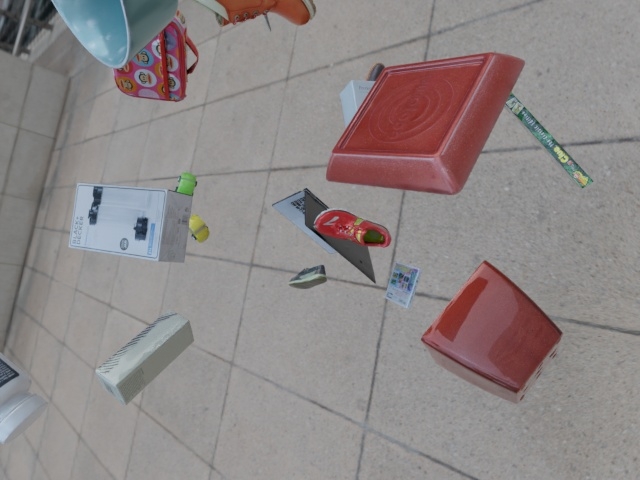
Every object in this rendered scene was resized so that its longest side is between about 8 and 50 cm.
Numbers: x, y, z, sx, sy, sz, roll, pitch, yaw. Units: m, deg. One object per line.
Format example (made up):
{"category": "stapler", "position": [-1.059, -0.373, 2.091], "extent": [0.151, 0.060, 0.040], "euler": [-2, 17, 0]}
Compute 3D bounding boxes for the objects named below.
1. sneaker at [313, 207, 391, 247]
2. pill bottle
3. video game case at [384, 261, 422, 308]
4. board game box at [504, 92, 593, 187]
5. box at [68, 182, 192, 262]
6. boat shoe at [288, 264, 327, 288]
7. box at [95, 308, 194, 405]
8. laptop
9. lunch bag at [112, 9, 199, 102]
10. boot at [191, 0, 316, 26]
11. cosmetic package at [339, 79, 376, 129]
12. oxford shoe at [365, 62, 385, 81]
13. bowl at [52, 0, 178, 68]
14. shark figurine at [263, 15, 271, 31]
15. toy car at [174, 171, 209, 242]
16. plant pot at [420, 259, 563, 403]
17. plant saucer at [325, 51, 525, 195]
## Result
{"category": "sneaker", "position": [0.118, -0.038, 1.426], "extent": [0.118, 0.279, 0.107], "euler": [-110, 32, -69]}
{"category": "pill bottle", "position": [-0.565, 0.252, 0.699], "extent": [0.180, 0.108, 0.108], "euler": [41, 114, -1]}
{"category": "video game case", "position": [0.293, 0.156, 1.478], "extent": [0.157, 0.019, 0.143], "euler": [18, 90, 69]}
{"category": "board game box", "position": [0.509, -0.226, 0.939], "extent": [0.030, 0.136, 0.259], "euler": [-42, 79, 29]}
{"category": "box", "position": [-0.460, -0.044, 0.997], "extent": [0.290, 0.087, 0.169], "euler": [8, 89, 23]}
{"category": "boat shoe", "position": [-0.050, 0.149, 1.694], "extent": [0.224, 0.080, 0.073], "euler": [-21, 54, 50]}
{"category": "box", "position": [-0.519, 0.344, 1.251], "extent": [0.094, 0.275, 0.113], "euler": [23, 133, 22]}
{"category": "laptop", "position": [0.000, 0.000, 1.699], "extent": [0.408, 0.382, 0.236], "euler": [-16, 41, 51]}
{"category": "lunch bag", "position": [-0.513, -0.580, 1.290], "extent": [0.293, 0.258, 0.120], "euler": [110, 161, -54]}
{"category": "boot", "position": [-0.078, -0.270, 0.463], "extent": [0.059, 0.158, 0.084], "euler": [36, 107, 50]}
{"category": "cosmetic package", "position": [0.263, -0.325, 1.252], "extent": [0.097, 0.378, 0.284], "euler": [153, 109, -66]}
{"category": "oxford shoe", "position": [0.231, -0.562, 1.649], "extent": [0.098, 0.097, 0.271], "euler": [-136, 46, -59]}
{"category": "bowl", "position": [-0.379, -0.499, 0.757], "extent": [0.312, 0.163, 0.311], "euler": [31, 144, 26]}
{"category": "shark figurine", "position": [-0.071, -0.482, 0.744], "extent": [0.116, 0.166, 0.278], "euler": [-17, 29, 7]}
{"category": "toy car", "position": [-0.454, -0.126, 1.348], "extent": [0.053, 0.239, 0.224], "euler": [-22, 54, 59]}
{"category": "plant pot", "position": [0.457, 0.260, 1.070], "extent": [0.236, 0.267, 0.267], "euler": [36, 81, 36]}
{"category": "plant saucer", "position": [0.147, -0.199, 0.661], "extent": [0.259, 0.048, 0.258], "euler": [14, 68, 45]}
